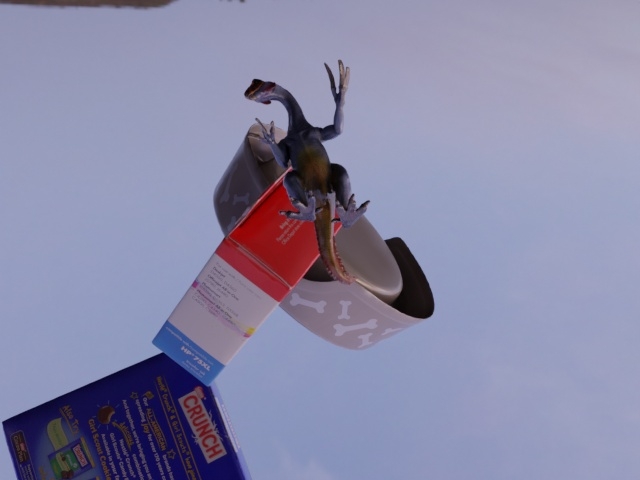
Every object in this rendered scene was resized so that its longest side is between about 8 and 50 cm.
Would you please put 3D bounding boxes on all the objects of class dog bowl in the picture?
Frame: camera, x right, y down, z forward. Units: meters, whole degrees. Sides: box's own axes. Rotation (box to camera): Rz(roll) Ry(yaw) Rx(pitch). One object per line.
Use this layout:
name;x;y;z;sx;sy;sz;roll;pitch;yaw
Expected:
dog bowl;0.000;0.000;1.072;0.349;0.102;0.348;42;-162;-17

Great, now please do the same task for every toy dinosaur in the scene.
toy dinosaur;-0.012;-0.036;0.360;0.047;0.090;0.082;-7;-142;-15

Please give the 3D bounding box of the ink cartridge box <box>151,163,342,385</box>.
ink cartridge box;-0.061;0.026;0.768;0.078;0.231;0.134;39;-140;-1

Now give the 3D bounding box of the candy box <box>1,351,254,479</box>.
candy box;-0.285;0.343;1.213;0.317;0.268;0.122;-23;163;-2
